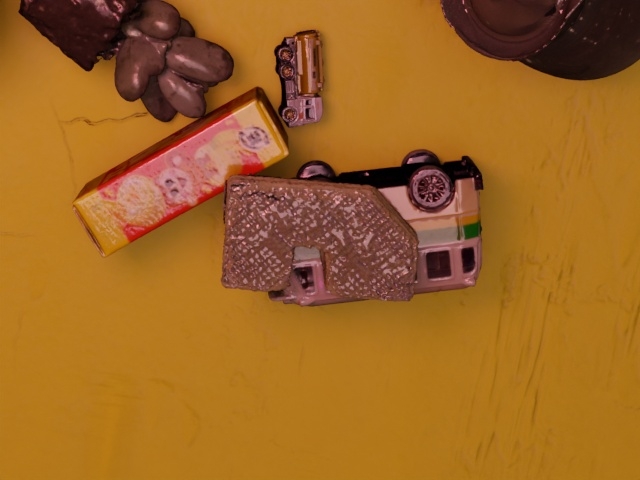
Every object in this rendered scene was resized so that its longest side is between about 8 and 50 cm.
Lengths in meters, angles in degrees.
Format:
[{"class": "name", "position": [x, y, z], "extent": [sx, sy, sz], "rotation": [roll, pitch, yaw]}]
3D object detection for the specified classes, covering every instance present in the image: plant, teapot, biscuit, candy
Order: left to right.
[{"class": "plant", "position": [-0.238, -0.261, 1.855], "extent": [0.274, 0.149, 0.146], "rotation": [40, 144, -24]}, {"class": "candy", "position": [-0.177, -0.091, 1.906], "extent": [0.276, 0.146, 0.088], "rotation": [-29, 103, 3]}, {"class": "biscuit", "position": [0.000, 0.000, 1.834], "extent": [0.250, 0.046, 0.147], "rotation": [5, 106, -4]}, {"class": "teapot", "position": [0.243, -0.328, 1.783], "extent": [0.305, 0.285, 0.223], "rotation": [46, 119, 22]}]

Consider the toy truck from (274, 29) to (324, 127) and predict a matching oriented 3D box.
[{"class": "toy truck", "position": [-0.025, -0.210, 1.928], "extent": [0.063, 0.052, 0.123], "rotation": [-5, 102, -7]}]

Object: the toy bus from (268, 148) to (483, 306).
[{"class": "toy bus", "position": [0.057, -0.011, 1.932], "extent": [0.306, 0.143, 0.179], "rotation": [-6, 104, -1]}]
